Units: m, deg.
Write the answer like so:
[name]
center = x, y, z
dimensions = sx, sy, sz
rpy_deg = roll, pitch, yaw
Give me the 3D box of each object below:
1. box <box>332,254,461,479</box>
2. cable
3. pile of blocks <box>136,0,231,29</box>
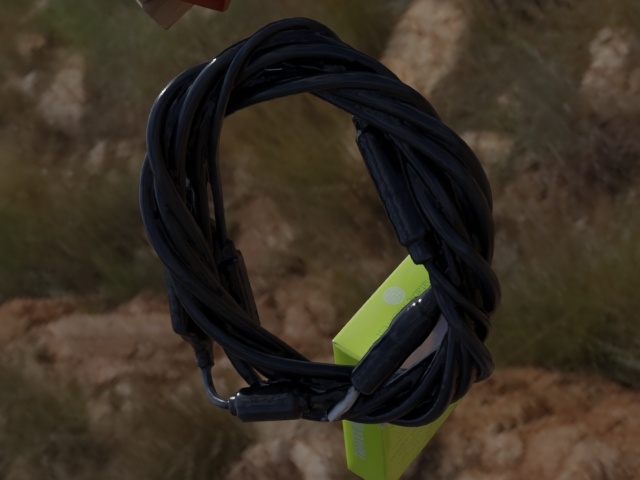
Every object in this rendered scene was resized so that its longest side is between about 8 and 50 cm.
[box]
center = 0.058, 0.083, 1.009
dimensions = 0.042, 0.178, 0.109
rpy_deg = 28, 57, 25
[cable]
center = 0.000, 0.000, 0.604
dimensions = 0.150, 0.184, 0.047
rpy_deg = 8, 27, 23
[pile of blocks]
center = 0.047, -0.200, 0.617
dimensions = 0.362, 0.149, 0.112
rpy_deg = -29, 58, -17
